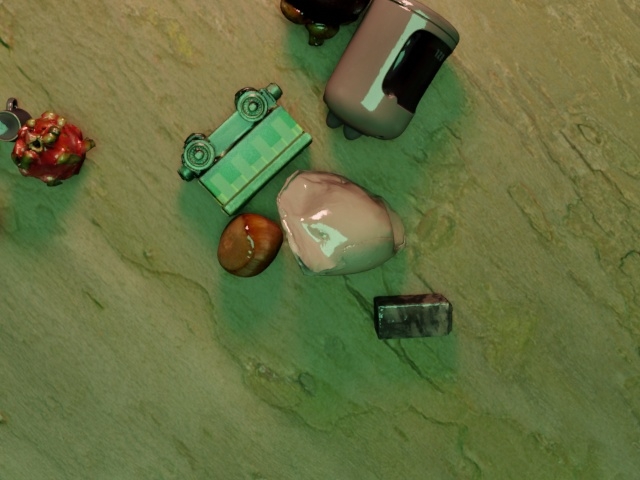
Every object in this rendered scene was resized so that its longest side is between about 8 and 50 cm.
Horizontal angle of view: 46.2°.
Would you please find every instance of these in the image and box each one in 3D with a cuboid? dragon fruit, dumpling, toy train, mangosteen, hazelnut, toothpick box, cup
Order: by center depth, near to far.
[{"bbox_3d":[0.008,-0.533,1.615,0.211,0.211,0.250,14,129,-6],"label":"mangosteen"},{"bbox_3d":[-0.587,-0.201,1.640,0.166,0.172,0.160,-20,101,-1],"label":"dragon fruit"},{"bbox_3d":[0.130,-0.365,1.643,0.229,0.229,0.316,30,99,-8],"label":"toothpick box"},{"bbox_3d":[-0.688,-0.267,1.670,0.078,0.077,0.100,1,100,-4],"label":"cup"},{"bbox_3d":[0.046,-0.050,1.674,0.341,0.181,0.260,-18,76,-22],"label":"dumpling"},{"bbox_3d":[-0.173,-0.210,1.692,0.301,0.120,0.202,-43,103,4],"label":"toy train"},{"bbox_3d":[-0.157,0.015,1.722,0.150,0.150,0.150,-1,100,-3],"label":"hazelnut"}]

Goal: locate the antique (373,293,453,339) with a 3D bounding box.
[{"bbox_3d":[0.223,0.181,1.800,0.183,0.088,0.086,-3,101,-3],"label":"antique"}]
